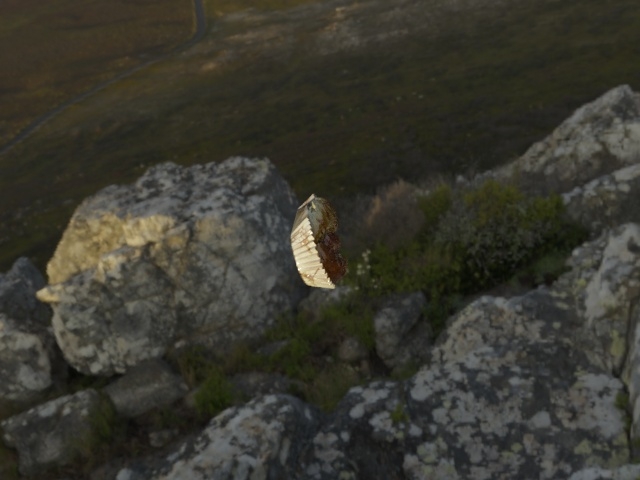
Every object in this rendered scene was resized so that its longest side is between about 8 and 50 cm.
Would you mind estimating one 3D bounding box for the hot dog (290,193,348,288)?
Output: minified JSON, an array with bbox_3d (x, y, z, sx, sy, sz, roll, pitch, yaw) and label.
[{"bbox_3d":[0.000,0.000,0.790,0.053,0.099,0.192,-21,11,7],"label":"hot dog"}]
